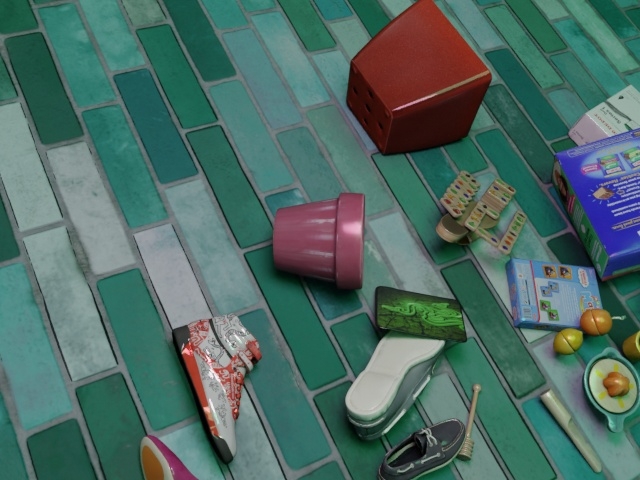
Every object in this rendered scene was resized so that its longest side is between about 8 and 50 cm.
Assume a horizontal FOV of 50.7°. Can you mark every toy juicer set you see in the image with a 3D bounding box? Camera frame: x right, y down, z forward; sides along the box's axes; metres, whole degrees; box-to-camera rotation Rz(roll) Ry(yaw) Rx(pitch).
[{"bbox_3d":[0.574,0.281,1.407,0.209,0.089,0.329,36,66,1],"label":"toy juicer set"}]

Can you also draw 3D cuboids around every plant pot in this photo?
[{"bbox_3d":[0.208,-0.364,1.616,0.235,0.267,0.267,-27,71,-13],"label":"plant pot"},{"bbox_3d":[0.000,0.000,1.391,0.180,0.201,0.201,1,60,4],"label":"plant pot"}]

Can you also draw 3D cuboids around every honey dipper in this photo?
[{"bbox_3d":[0.302,0.359,1.350,0.030,0.030,0.161,24,56,0],"label":"honey dipper"}]

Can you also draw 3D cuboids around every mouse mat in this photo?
[{"bbox_3d":[0.206,0.151,1.404,0.189,0.007,0.153,11,30,-2],"label":"mouse mat"}]

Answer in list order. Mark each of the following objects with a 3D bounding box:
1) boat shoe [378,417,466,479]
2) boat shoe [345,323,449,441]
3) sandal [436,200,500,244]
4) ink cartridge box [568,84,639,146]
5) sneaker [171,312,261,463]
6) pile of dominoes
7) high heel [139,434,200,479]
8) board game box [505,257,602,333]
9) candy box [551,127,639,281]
[{"bbox_3d":[0.197,0.391,1.272,0.206,0.065,0.075,-26,45,-24],"label":"boat shoe"},{"bbox_3d":[0.158,0.267,1.341,0.116,0.099,0.319,13,37,35],"label":"boat shoe"},{"bbox_3d":[0.320,-0.025,1.540,0.088,0.079,0.240,45,36,20],"label":"sandal"},{"bbox_3d":[0.804,-0.300,1.816,0.219,0.093,0.160,-31,72,-28],"label":"ink cartridge box"},{"bbox_3d":[-0.165,0.260,1.249,0.144,0.090,0.270,-17,64,-20],"label":"sneaker"},{"bbox_3d":[0.386,-0.083,1.557,0.196,0.040,0.251,36,34,8],"label":"pile of dominoes"},{"bbox_3d":[-0.214,0.428,1.166,0.244,0.082,0.117,44,27,27],"label":"high heel"},{"bbox_3d":[0.534,0.127,1.535,0.211,0.039,0.160,7,60,-10],"label":"board game box"},{"bbox_3d":[0.734,-0.095,1.591,0.268,0.122,0.317,-16,54,5],"label":"candy box"}]
